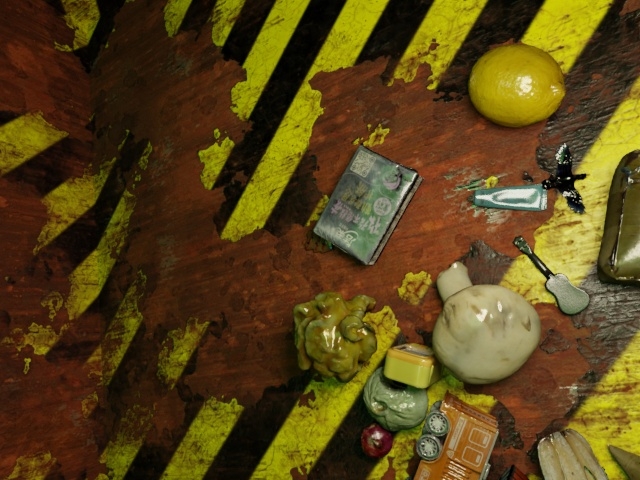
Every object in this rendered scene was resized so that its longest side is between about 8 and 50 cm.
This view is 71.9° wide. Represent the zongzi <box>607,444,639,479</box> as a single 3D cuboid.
[{"bbox_3d":[0.832,0.682,1.056,0.299,0.145,0.274,13,95,47],"label":"zongzi"}]

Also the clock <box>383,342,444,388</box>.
[{"bbox_3d":[0.289,0.376,1.347,0.143,0.202,0.096,12,91,30],"label":"clock"}]

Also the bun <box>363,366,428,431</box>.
[{"bbox_3d":[0.227,0.504,1.392,0.212,0.126,0.204,-25,83,34],"label":"bun"}]

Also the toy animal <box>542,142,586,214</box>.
[{"bbox_3d":[0.707,-0.175,1.276,0.107,0.062,0.220,-11,77,2],"label":"toy animal"}]

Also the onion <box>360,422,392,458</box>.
[{"bbox_3d":[0.181,0.652,1.435,0.107,0.097,0.107,-1,80,8],"label":"onion"}]

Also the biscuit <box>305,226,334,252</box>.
[{"bbox_3d":[0.000,0.000,1.668,0.129,0.019,0.120,31,99,29],"label":"biscuit"}]

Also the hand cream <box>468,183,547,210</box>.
[{"bbox_3d":[0.571,-0.133,1.355,0.224,0.048,0.083,3,85,24],"label":"hand cream"}]

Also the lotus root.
[{"bbox_3d":[0.673,0.667,1.147,0.167,0.078,0.330,-13,70,-1],"label":"lotus root"}]

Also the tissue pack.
[{"bbox_3d":[0.158,-0.124,1.538,0.259,0.122,0.362,32,101,27],"label":"tissue pack"}]

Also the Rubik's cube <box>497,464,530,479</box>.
[{"bbox_3d":[0.528,0.741,1.188,0.160,0.163,0.162,42,100,27],"label":"Rubik's cube"}]

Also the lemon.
[{"bbox_3d":[0.565,-0.449,1.288,0.235,0.236,0.263,-34,48,21],"label":"lemon"}]

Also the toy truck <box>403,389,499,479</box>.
[{"bbox_3d":[0.368,0.662,1.283,0.206,0.173,0.388,21,91,21],"label":"toy truck"}]

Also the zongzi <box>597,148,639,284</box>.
[{"bbox_3d":[0.912,-0.052,1.064,0.392,0.174,0.356,6,82,34],"label":"zongzi"}]

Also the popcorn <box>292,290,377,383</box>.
[{"bbox_3d":[0.030,0.315,1.466,0.325,0.289,0.321,35,107,58],"label":"popcorn"}]

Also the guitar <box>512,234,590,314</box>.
[{"bbox_3d":[0.654,0.091,1.274,0.084,0.038,0.271,-41,66,17],"label":"guitar"}]

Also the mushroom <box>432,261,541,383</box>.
[{"bbox_3d":[0.448,0.223,1.274,0.314,0.314,0.336,-36,37,21],"label":"mushroom"}]
